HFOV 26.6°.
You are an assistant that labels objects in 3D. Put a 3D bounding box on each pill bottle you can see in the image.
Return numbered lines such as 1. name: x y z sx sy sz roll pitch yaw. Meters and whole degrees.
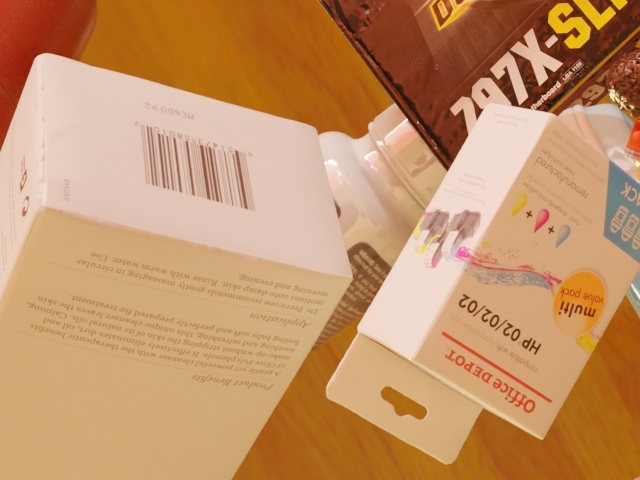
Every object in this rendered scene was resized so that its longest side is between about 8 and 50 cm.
1. pill bottle: 0.000 0.000 1.395 0.318 0.176 0.176 -37 105 12

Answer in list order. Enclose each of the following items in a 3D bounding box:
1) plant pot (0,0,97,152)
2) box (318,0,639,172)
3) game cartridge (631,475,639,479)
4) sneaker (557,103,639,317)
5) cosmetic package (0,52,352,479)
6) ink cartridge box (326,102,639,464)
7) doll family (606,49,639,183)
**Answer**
1. plant pot: -0.332 -0.151 1.160 0.272 0.265 0.272 12 139 11
2. box: 0.179 -0.239 1.191 0.322 0.079 0.257 -44 69 23
3. game cartridge: 0.499 0.362 1.804 0.294 0.196 0.060 -22 113 -22
4. sneaker: 0.305 -0.002 0.901 0.208 0.127 0.319 -31 61 6
5. cosmetic package: -0.149 0.085 0.886 0.196 0.155 0.366 14 128 -24
6. ink cartridge box: 0.095 0.032 0.718 0.104 0.061 0.181 32 86 -29
7. doll family: 0.279 -0.124 0.766 0.163 0.118 0.263 38 99 -19
